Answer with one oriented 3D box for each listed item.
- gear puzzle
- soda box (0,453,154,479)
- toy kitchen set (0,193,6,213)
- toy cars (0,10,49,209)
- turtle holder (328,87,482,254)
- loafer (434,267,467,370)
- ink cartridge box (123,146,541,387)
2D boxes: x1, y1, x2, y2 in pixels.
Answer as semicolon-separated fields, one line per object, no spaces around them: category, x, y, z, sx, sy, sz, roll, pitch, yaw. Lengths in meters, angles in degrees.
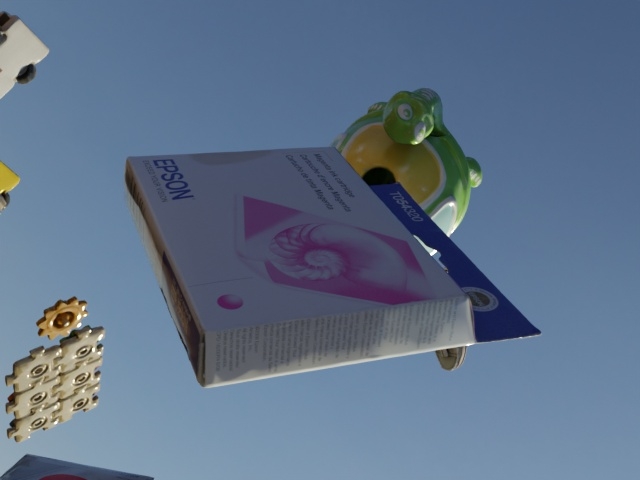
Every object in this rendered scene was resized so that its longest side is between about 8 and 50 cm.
gear puzzle;-0.442;0.203;1.540;0.044;0.176;0.338;48;-38;26
soda box;-0.184;0.298;0.626;0.098;0.091;0.286;9;-82;4
toy kitchen set;-0.436;0.000;1.213;0.068;0.075;0.083;-93;160;-66
toy cars;-0.500;-0.144;1.292;0.087;0.176;0.393;41;-56;29
turtle holder;0.115;-0.077;1.436;0.243;0.227;0.320;52;-43;-7
loafer;0.139;0.093;1.062;0.045;0.039;0.125;9;-68;32
ink cartridge box;0.000;0.000;0.919;0.324;0.330;0.071;-127;-144;-53
